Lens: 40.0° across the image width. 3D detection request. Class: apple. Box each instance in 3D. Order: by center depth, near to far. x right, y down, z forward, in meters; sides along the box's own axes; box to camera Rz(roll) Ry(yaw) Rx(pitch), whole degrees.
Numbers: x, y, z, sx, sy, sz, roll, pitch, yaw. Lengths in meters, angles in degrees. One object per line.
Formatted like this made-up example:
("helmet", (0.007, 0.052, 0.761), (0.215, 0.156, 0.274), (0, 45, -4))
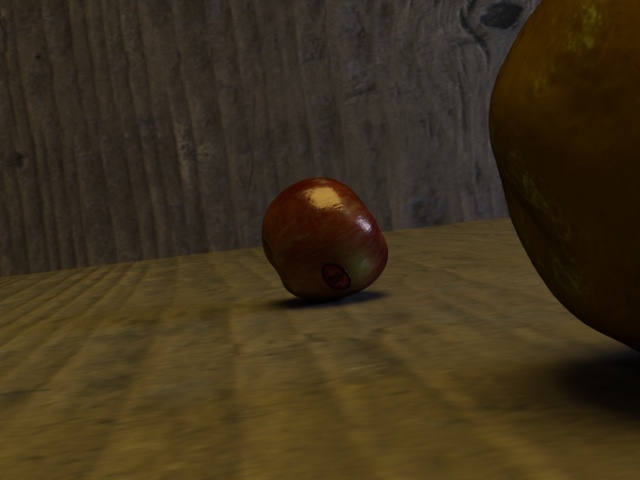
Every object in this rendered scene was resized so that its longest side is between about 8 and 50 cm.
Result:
("apple", (0.000, 0.000, 1.016), (0.131, 0.146, 0.146), (-30, 4, -1))

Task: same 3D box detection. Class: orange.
("orange", (0.231, -0.049, 0.466), (0.279, 0.235, 0.279), (6, -37, 5))
